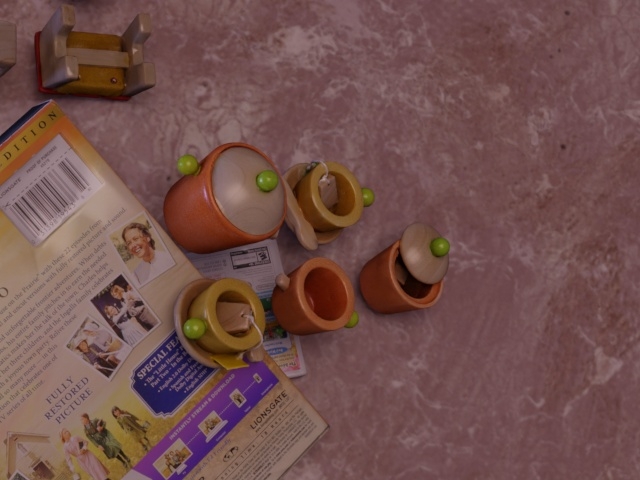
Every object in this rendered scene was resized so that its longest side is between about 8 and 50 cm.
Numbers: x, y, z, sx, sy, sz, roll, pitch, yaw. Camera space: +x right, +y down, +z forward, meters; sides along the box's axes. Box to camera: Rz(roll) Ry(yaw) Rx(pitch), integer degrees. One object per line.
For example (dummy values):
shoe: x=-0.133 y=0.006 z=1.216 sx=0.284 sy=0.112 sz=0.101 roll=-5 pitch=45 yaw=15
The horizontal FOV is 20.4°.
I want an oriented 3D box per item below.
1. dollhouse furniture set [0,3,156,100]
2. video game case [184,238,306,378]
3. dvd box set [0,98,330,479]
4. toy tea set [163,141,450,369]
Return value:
dollhouse furniture set: x=-0.363 y=-0.239 z=1.725 sx=0.374 sy=0.152 sz=0.201 roll=3 pitch=75 yaw=-32
video game case: x=-0.104 y=0.080 z=1.763 sx=0.157 sy=0.019 sz=0.143 roll=-10 pitch=80 yaw=-18
dvd box set: x=-0.229 y=0.126 z=1.641 sx=0.307 sy=0.062 sz=0.420 roll=-46 pitch=106 yaw=-20
toy tea set: x=0.000 y=0.000 z=1.692 sx=0.336 sy=0.124 sz=0.200 roll=-9 pitch=79 yaw=-43
